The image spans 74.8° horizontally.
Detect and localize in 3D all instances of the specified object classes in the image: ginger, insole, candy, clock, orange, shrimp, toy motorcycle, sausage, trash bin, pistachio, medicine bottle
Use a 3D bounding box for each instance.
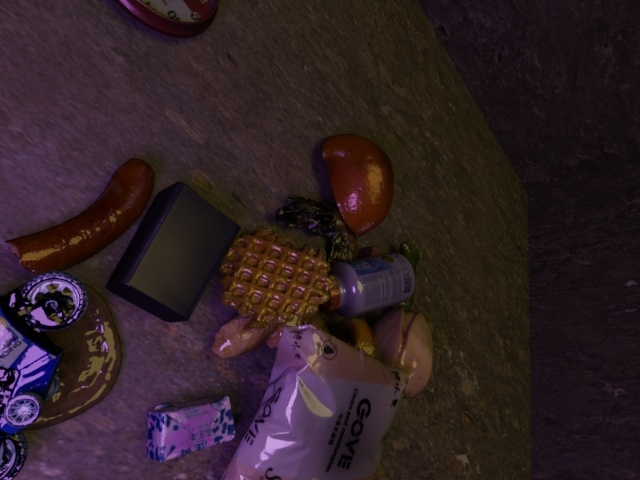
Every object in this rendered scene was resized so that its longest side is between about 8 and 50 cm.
[{"bbox_3d":[-0.054,0.195,1.043,0.363,0.122,0.348,37,61,-23],"label":"ginger"},{"bbox_3d":[0.031,0.248,1.104,0.002,0.152,0.053,-14,101,-27],"label":"insole"},{"bbox_3d":[-0.247,0.355,0.806,0.160,0.073,0.092,7,72,-47],"label":"candy"},{"bbox_3d":[-0.375,-0.625,0.960,0.318,0.080,0.319,11,75,-46],"label":"clock"},{"bbox_3d":[0.113,-0.196,1.343,0.274,0.274,0.310,-3,42,-49],"label":"orange"},{"bbox_3d":[0.000,0.000,1.210,0.365,0.071,0.233,14,73,-52],"label":"shrimp"},{"bbox_3d":[-0.442,0.179,0.553,0.168,0.113,0.315,22,82,-21],"label":"toy motorcycle"},{"bbox_3d":[0.292,0.136,1.474,0.137,0.089,0.290,70,32,-67],"label":"ginger"},{"bbox_3d":[-0.401,-0.041,0.749,0.103,0.076,0.302,56,44,-22],"label":"sausage"},{"bbox_3d":[-0.288,0.027,0.832,0.165,0.115,0.226,42,52,-32],"label":"trash bin"},{"bbox_3d":[0.225,0.328,1.243,0.321,0.229,0.238,-48,158,-58],"label":"pistachio"},{"bbox_3d":[0.119,0.128,1.193,0.288,0.157,0.157,-8,84,-33],"label":"medicine bottle"}]

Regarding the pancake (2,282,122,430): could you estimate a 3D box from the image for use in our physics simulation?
[{"bbox_3d":[-0.426,0.180,0.673,0.242,0.050,0.242,16,68,-45],"label":"pancake"}]

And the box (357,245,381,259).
[{"bbox_3d":[0.180,0.103,1.383,0.156,0.060,0.111,49,49,-29],"label":"box"}]

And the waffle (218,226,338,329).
[{"bbox_3d":[-0.103,0.071,0.962,0.291,0.051,0.291,6,54,-8],"label":"waffle"}]

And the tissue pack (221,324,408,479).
[{"bbox_3d":[0.004,0.406,0.932,0.390,0.195,0.376,31,79,-32],"label":"tissue pack"}]

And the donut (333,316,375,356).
[{"bbox_3d":[0.076,0.288,1.131,0.065,0.178,0.162,23,101,-22],"label":"donut"}]
